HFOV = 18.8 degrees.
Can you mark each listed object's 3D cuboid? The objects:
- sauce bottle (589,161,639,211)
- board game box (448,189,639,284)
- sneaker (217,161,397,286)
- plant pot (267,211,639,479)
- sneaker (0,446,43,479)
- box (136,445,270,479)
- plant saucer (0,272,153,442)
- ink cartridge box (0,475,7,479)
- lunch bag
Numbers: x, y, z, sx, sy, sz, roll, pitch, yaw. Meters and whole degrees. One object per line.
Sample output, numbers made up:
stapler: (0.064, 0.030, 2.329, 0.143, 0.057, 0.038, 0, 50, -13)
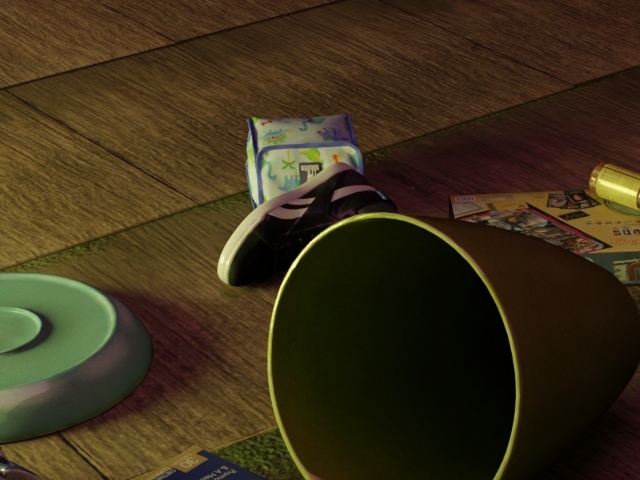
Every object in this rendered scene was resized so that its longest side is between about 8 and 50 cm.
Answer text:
sauce bottle: (0.355, -0.051, 2.120, 0.042, 0.042, 0.128, -23, 34, -36)
board game box: (0.269, -0.003, 2.125, 0.243, 0.042, 0.165, -2, 26, 0)
sneaker: (0.000, 0.000, 2.104, 0.121, 0.079, 0.217, 34, 53, 26)
plant pot: (0.151, 0.102, 1.721, 0.274, 0.275, 0.293, 20, 17, 38)
sneaker: (-0.400, 0.220, 1.653, 0.315, 0.127, 0.182, -5, 21, -21)
box: (-0.074, 0.250, 1.643, 0.225, 0.036, 0.136, 21, 34, 37)
plant saucer: (-0.328, 0.107, 1.953, 0.317, 0.044, 0.317, -2, 27, 1)
ink cartridge box: (-0.411, 0.227, 1.484, 0.239, 0.060, 0.275, 35, 54, 4)
lunch bag: (-0.018, -0.077, 2.256, 0.128, 0.096, 0.151, -3, 41, -7)
